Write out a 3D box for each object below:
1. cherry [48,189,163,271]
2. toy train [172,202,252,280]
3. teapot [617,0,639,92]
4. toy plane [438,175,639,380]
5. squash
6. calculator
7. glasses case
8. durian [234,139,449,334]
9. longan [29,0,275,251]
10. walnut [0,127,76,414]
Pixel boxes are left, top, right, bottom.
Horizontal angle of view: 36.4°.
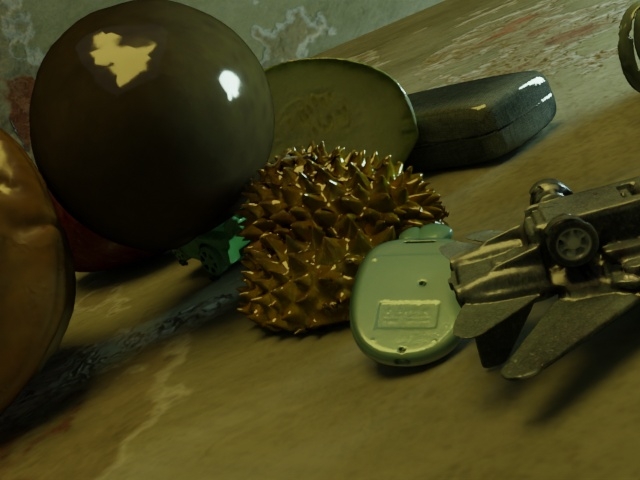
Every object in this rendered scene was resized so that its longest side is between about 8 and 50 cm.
[{"bbox_3d":[-0.277,-0.068,1.295,0.239,0.206,0.239,-16,28,9],"label":"cherry"},{"bbox_3d":[-0.112,-0.016,1.097,0.149,0.081,0.099,17,41,42],"label":"toy train"},{"bbox_3d":[0.420,-0.241,1.008,0.294,0.129,0.193,-29,16,-20],"label":"teapot"},{"bbox_3d":[0.208,-0.005,0.606,0.267,0.088,0.212,-20,20,11],"label":"toy plane"},{"bbox_3d":[-0.041,-0.110,1.134,0.189,0.189,0.260,-34,19,-32],"label":"squash"},{"bbox_3d":[0.070,0.035,0.718,0.095,0.021,0.153,-1,41,16],"label":"calculator"},{"bbox_3d":[0.126,-0.135,1.183,0.131,0.074,0.323,-33,18,-35],"label":"glasses case"},{"bbox_3d":[0.002,-0.012,0.867,0.183,0.138,0.250,-22,19,-29],"label":"durian"},{"bbox_3d":[-0.164,-0.111,0.965,0.258,0.258,0.258,-22,16,6],"label":"longan"},{"bbox_3d":[-0.429,0.045,0.941,0.384,0.383,0.383,-22,16,6],"label":"walnut"}]
